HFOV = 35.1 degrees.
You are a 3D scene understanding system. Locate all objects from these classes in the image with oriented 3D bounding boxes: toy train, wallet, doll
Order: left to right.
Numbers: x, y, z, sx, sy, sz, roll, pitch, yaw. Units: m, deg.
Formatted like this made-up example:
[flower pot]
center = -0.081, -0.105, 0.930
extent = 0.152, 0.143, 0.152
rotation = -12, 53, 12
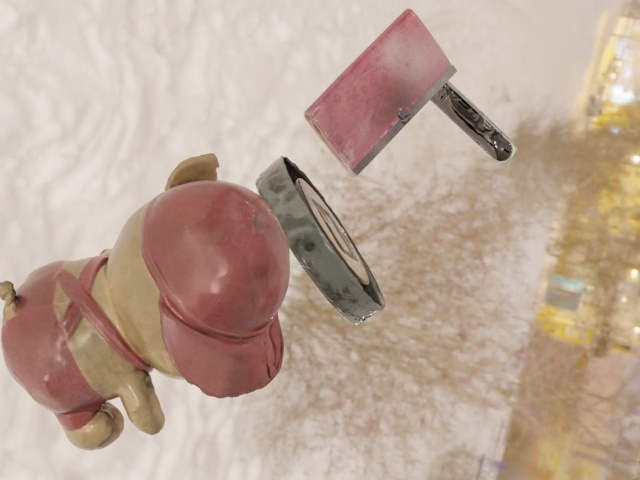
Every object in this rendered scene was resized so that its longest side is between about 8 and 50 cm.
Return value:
[doll]
center = -0.136, 0.057, 0.848
extent = 0.196, 0.256, 0.152
rotation = 62, 17, 1
[wallet]
center = 0.085, -0.208, 1.409
extent = 0.232, 0.119, 0.025
rotation = -47, -159, -19
[toy train]
center = 0.237, -0.204, 1.647
extent = 0.043, 0.207, 0.047
rotation = -49, 166, 18

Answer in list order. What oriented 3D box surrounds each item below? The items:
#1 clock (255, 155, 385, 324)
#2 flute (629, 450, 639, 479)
[clock]
center = 0.000, 0.000, 1.232
extent = 0.049, 0.226, 0.226
rotation = -33, 167, 6
[flute]
center = 0.405, 0.180, 1.200
extent = 0.027, 0.027, 0.233
rotation = 13, 90, -76
